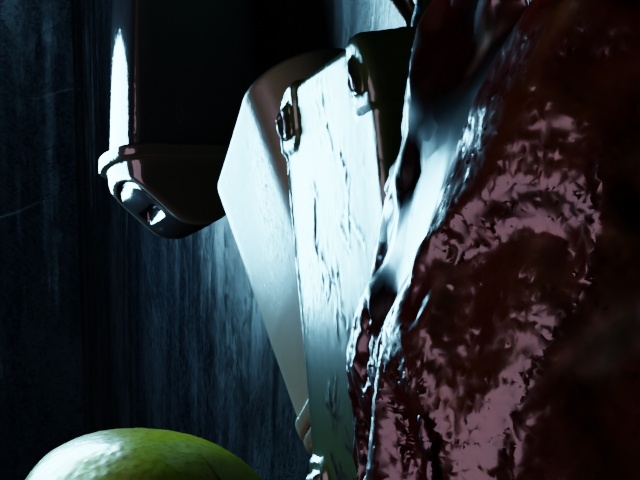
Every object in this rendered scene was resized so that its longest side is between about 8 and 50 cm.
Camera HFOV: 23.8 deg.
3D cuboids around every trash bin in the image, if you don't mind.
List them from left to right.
[{"bbox_3d":[-0.149,-0.153,1.648,0.209,0.182,0.290,159,110,-75],"label":"trash bin"},{"bbox_3d":[0.016,0.015,1.168,0.243,0.121,0.247,113,139,-59],"label":"trash bin"}]

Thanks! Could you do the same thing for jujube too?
[{"bbox_3d":[0.133,0.049,0.588,0.276,0.276,0.377,-171,79,-74],"label":"jujube"}]

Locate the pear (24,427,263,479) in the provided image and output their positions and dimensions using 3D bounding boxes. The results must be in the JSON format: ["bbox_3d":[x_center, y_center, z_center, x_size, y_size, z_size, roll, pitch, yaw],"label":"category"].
[{"bbox_3d":[-0.187,0.397,1.673,0.418,0.362,0.362,-122,30,-47],"label":"pear"}]

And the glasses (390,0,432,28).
[{"bbox_3d":[0.041,-0.182,1.099,0.239,0.102,0.207,-135,42,-65],"label":"glasses"}]

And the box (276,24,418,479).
[{"bbox_3d":[0.084,0.031,0.891,0.253,0.177,0.329,160,103,-72],"label":"box"}]
